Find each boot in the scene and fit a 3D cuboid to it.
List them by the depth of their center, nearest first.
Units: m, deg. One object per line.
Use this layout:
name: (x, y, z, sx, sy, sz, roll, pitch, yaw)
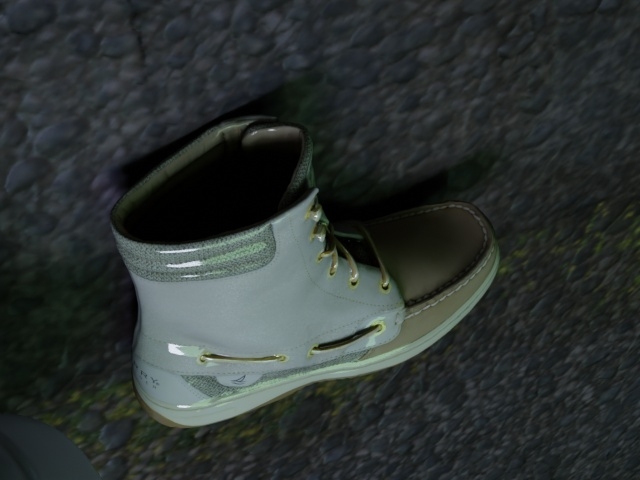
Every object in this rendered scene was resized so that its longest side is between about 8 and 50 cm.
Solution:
boot: (0.000, 0.000, 0.818, 0.213, 0.077, 0.165, -22, 146, -15)

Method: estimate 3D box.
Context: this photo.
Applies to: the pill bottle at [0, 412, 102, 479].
pill bottle: (-0.260, 0.146, 0.635, 0.363, 0.210, 0.210, 10, 127, -50)
